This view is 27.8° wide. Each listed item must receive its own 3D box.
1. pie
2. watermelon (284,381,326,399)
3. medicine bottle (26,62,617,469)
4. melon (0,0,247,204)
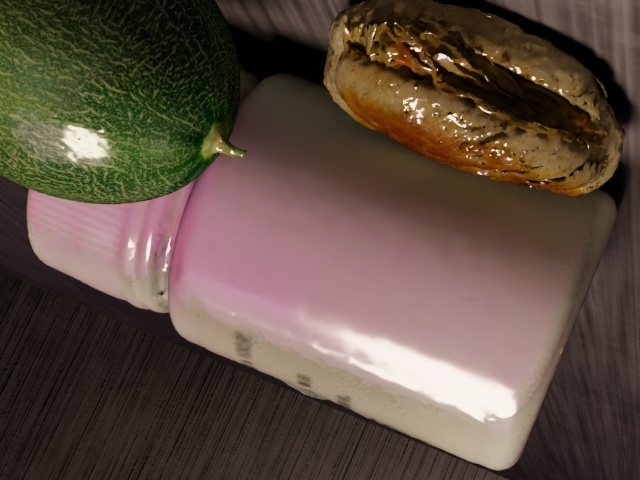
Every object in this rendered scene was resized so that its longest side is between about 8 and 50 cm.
[{"bbox_3d":[0.090,-0.079,0.792,0.193,0.079,0.163,20,172,9],"label":"pie"},{"bbox_3d":[-0.043,0.036,1.480,0.318,0.148,0.226,33,155,30],"label":"watermelon"},{"bbox_3d":[0.000,0.000,0.950,0.388,0.219,0.219,21,167,11],"label":"medicine bottle"},{"bbox_3d":[-0.163,-0.123,0.806,0.287,0.182,0.182,36,171,16],"label":"melon"}]
